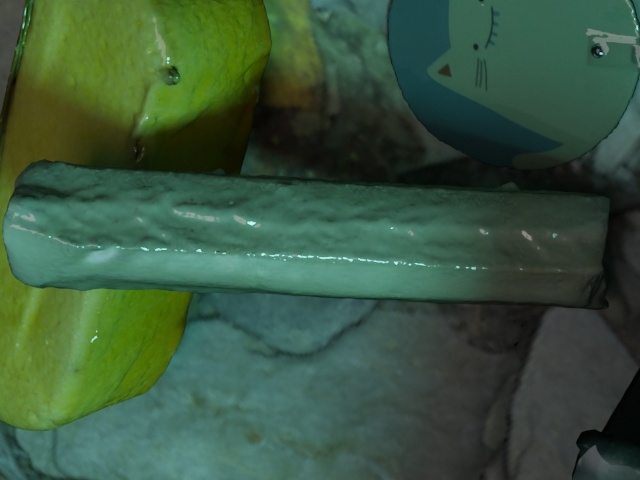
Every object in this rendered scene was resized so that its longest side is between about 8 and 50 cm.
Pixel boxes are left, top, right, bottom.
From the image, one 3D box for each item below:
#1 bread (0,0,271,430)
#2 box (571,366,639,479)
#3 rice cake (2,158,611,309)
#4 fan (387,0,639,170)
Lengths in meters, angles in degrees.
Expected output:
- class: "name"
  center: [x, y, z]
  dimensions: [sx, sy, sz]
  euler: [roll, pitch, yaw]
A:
- class: "bread"
  center: [-0.100, -0.025, 0.771]
  dimensions: [0.102, 0.094, 0.245]
  euler: [30, 119, 22]
- class: "box"
  center: [0.254, 0.187, 0.618]
  dimensions: [0.345, 0.204, 0.251]
  euler: [18, 116, 18]
- class: "rice cake"
  center: [0.000, 0.000, 0.693]
  dimensions: [0.256, 0.052, 0.057]
  euler: [3, 140, -6]
- class: "fan"
  center: [0.109, -0.080, 0.698]
  dimensions: [0.175, 0.005, 0.113]
  euler: [9, 113, 22]
